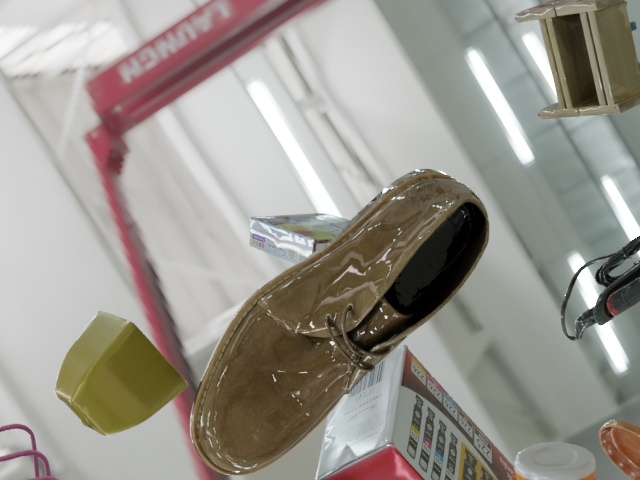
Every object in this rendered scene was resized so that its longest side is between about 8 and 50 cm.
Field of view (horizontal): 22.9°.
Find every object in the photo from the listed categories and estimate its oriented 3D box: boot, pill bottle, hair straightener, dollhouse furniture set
[{"bbox_3d":[0.013,0.068,1.236,0.112,0.305,0.115,43,180,-16],"label":"boot"},{"bbox_3d":[0.248,0.296,1.656,0.086,0.086,0.152,-56,-38,-71],"label":"pill bottle"},{"bbox_3d":[0.312,0.014,1.443,0.047,0.230,0.089,41,-159,-26],"label":"hair straightener"},{"bbox_3d":[0.342,-0.228,1.818,0.184,0.129,0.129,-23,-75,-35],"label":"dollhouse furniture set"}]

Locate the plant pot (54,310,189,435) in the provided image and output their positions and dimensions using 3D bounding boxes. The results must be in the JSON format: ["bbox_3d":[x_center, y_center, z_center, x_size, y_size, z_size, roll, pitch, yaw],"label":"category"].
[{"bbox_3d":[-0.182,0.122,1.374,0.081,0.083,0.081,51,162,-24],"label":"plant pot"}]

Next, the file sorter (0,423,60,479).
[{"bbox_3d":[-0.425,0.401,2.087,0.291,0.202,0.182,-135,37,-52],"label":"file sorter"}]

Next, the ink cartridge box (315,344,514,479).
[{"bbox_3d":[0.141,0.342,2.027,0.309,0.130,0.272,48,-152,-21],"label":"ink cartridge box"}]

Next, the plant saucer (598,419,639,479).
[{"bbox_3d":[0.276,0.184,1.353,0.083,0.013,0.083,36,157,18],"label":"plant saucer"}]

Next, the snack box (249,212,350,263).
[{"bbox_3d":[0.000,0.000,1.689,0.100,0.037,0.141,-2,-168,-31],"label":"snack box"}]
